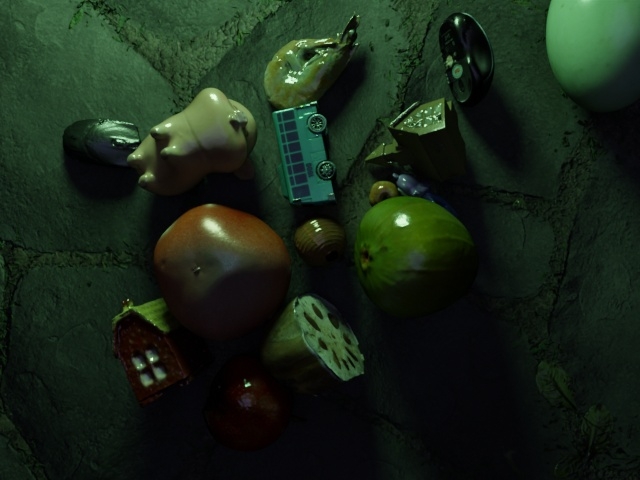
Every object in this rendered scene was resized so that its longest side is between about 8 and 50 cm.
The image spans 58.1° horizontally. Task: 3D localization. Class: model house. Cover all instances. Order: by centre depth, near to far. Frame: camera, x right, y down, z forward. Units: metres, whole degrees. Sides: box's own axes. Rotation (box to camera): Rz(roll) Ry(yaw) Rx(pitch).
[{"bbox_3d":[-0.408,0.254,1.453,0.159,0.196,0.254,-25,90,10],"label":"model house"},{"bbox_3d":[0.226,-0.252,1.470,0.247,0.181,0.176,-12,49,26],"label":"model house"}]

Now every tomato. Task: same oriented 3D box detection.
[{"bbox_3d":[-0.247,0.082,1.408,0.341,0.273,0.342,0,92,1],"label":"tomato"}]

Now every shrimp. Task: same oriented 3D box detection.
[{"bbox_3d":[-0.020,-0.471,1.488,0.168,0.077,0.317,42,95,2],"label":"shrimp"}]

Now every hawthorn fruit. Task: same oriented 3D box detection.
[{"bbox_3d":[-0.156,0.426,1.456,0.265,0.210,0.230,26,92,-9],"label":"hawthorn fruit"}]

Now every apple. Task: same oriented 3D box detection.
[{"bbox_3d":[0.165,-0.114,1.496,0.083,0.071,0.084,1,99,5],"label":"apple"}]

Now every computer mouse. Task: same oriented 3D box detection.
[{"bbox_3d":[0.375,-0.456,1.448,0.096,0.137,0.234,-16,97,-16],"label":"computer mouse"},{"bbox_3d":[-0.576,-0.256,1.504,0.217,0.073,0.122,6,92,0],"label":"computer mouse"}]

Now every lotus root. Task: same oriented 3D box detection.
[{"bbox_3d":[-0.031,0.278,1.433,0.192,0.272,0.272,-38,91,13],"label":"lotus root"}]

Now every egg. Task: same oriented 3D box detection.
[{"bbox_3d":[0.684,-0.502,1.370,0.275,0.276,0.390,1,91,1],"label":"egg"}]

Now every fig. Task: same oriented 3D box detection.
[{"bbox_3d":[0.244,0.043,1.405,0.315,0.316,0.317,0,92,1],"label":"fig"}]

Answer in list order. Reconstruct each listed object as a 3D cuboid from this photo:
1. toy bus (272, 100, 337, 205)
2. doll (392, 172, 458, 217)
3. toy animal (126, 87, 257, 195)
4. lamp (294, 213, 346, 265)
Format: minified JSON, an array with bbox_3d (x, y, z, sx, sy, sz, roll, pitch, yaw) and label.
[{"bbox_3d":[-0.038,-0.207,1.469,0.146,0.128,0.256,-11,89,3],"label":"toy bus"},{"bbox_3d":[0.269,-0.113,1.478,0.205,0.110,0.067,32,110,-7],"label":"doll"},{"bbox_3d":[-0.309,-0.231,1.436,0.326,0.269,0.237,-26,91,34],"label":"toy animal"},{"bbox_3d":[0.000,0.000,1.470,0.136,0.136,0.137,0,92,1],"label":"lamp"}]
